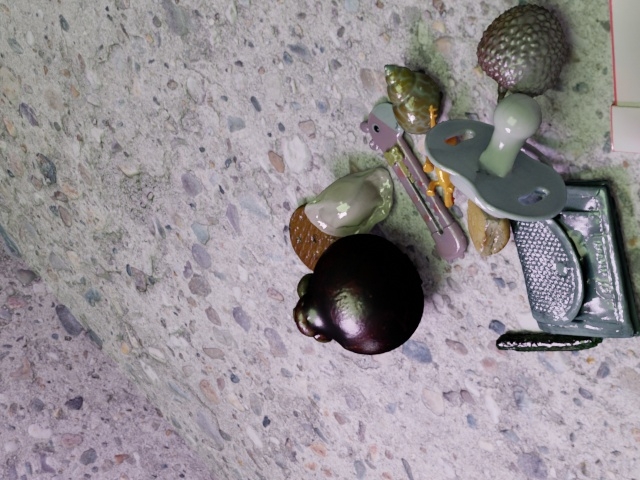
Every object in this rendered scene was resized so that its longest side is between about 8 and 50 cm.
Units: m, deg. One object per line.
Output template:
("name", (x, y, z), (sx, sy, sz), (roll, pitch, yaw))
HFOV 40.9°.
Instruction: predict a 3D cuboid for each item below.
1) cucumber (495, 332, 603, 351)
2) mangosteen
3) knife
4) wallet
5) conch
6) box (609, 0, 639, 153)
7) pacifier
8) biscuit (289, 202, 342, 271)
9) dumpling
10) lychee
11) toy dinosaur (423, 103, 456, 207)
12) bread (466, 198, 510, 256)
("cucumber", (0.501, 0.224, 1.884), (0.257, 0.043, 0.044), (-9, 113, 45))
("mangosteen", (0.087, 0.131, 2.015), (0.297, 0.313, 0.297), (168, 90, -73))
("knife", (0.216, -0.126, 1.940), (0.132, 0.038, 0.398), (-29, 94, 51))
("wallet", (0.506, 0.046, 1.749), (0.237, 0.075, 0.342), (2, 116, 46))
("conch", (0.197, -0.289, 1.811), (0.116, 0.106, 0.173), (54, 157, 32))
("box", (0.617, -0.304, 1.232), (0.312, 0.314, 0.300), (12, 125, 39))
("pacifier", (0.349, -0.175, 1.599), (0.299, 0.244, 0.233), (44, 144, 26))
("biscuit", (0.000, 0.000, 2.223), (0.212, 0.036, 0.212), (25, 131, 32))
("dumpling", (0.081, -0.079, 2.039), (0.229, 0.124, 0.151), (-28, 109, 24))
("lychee", (0.364, -0.335, 1.575), (0.165, 0.165, 0.197), (41, 116, 17))
("toy dinosaur", (0.259, -0.190, 1.802), (0.070, 0.117, 0.288), (7, 135, 27))
("bread", (0.357, -0.036, 1.801), (0.125, 0.082, 0.106), (87, 166, -46))
